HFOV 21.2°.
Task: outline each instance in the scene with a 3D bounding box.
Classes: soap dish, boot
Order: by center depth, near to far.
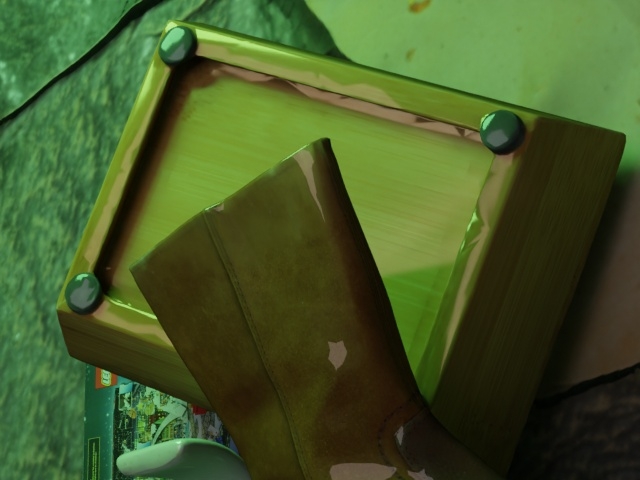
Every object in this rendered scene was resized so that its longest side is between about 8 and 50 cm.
[{"bbox_3d":[0.055,0.081,0.829,0.264,0.096,0.280,-26,85,41],"label":"boot"},{"bbox_3d":[0.000,0.000,0.984,0.291,0.118,0.228,18,82,25],"label":"soap dish"}]

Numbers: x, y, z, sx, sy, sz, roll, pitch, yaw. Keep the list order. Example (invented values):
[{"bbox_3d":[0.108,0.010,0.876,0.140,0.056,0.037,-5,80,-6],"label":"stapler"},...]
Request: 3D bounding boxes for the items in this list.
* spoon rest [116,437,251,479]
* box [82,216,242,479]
[{"bbox_3d":[-0.040,0.243,0.922,0.137,0.084,0.276,-19,79,40],"label":"spoon rest"},{"bbox_3d":[-0.084,0.082,1.122,0.159,0.044,0.233,-14,68,35],"label":"box"}]
